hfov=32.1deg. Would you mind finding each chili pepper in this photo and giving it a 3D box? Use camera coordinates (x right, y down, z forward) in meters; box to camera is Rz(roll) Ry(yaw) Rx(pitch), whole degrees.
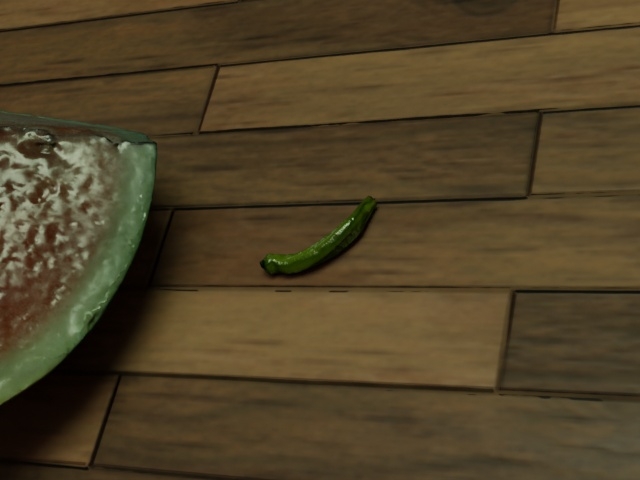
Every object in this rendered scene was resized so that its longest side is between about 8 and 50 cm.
[{"bbox_3d":[0.000,-0.001,0.692,0.083,0.017,0.030,-27,50,9],"label":"chili pepper"}]

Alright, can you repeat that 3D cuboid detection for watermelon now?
[{"bbox_3d":[-0.230,0.006,0.714,0.256,0.176,0.260,-8,78,31],"label":"watermelon"}]
